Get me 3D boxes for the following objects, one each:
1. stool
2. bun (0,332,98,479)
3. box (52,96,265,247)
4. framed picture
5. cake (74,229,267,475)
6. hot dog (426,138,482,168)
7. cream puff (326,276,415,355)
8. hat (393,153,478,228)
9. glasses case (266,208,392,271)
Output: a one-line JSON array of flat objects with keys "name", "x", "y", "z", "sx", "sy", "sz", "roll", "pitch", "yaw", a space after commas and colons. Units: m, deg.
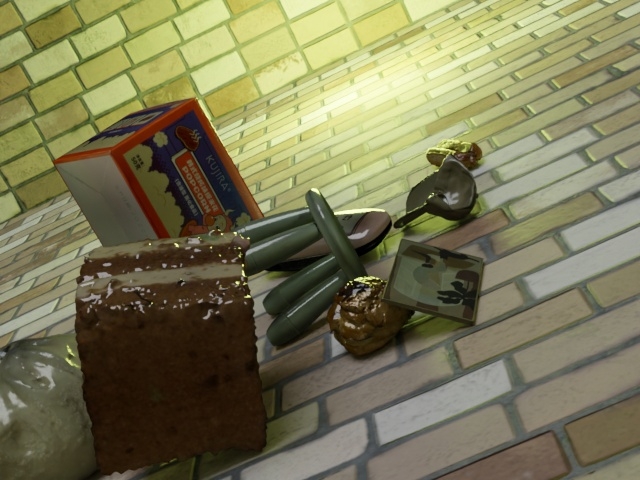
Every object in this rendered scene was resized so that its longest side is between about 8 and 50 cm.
[{"name": "stool", "x": -0.043, "y": 0.039, "z": 1.752, "sx": 0.199, "sy": 0.195, "sz": 0.195, "roll": -29, "pitch": 19, "yaw": 2}, {"name": "bun", "x": -0.476, "y": 0.278, "z": 1.681, "sx": 0.360, "sy": 0.210, "sz": 0.359, "roll": -25, "pitch": 20, "yaw": 10}, {"name": "box", "x": -0.357, "y": -0.103, "z": 2.316, "sx": 0.257, "sy": 0.348, "sz": 0.319, "roll": -39, "pitch": 20, "yaw": -31}, {"name": "framed picture", "x": 0.173, "y": 0.058, "z": 1.567, "sx": 0.136, "sy": 0.010, "sz": 0.201, "roll": 15, "pitch": 28, "yaw": 6}, {"name": "cake", "x": -0.209, "y": 0.152, "z": 1.504, "sx": 0.256, "sy": 0.281, "sz": 0.290, "roll": -5, "pitch": 19, "yaw": -1}, {"name": "hot dog", "x": 0.274, "y": -0.175, "z": 2.115, "sx": 0.071, "sy": 0.045, "sz": 0.165, "roll": -30, "pitch": 19, "yaw": -13}, {"name": "cream puff", "x": 0.073, "y": 0.107, "z": 1.563, "sx": 0.133, "sy": 0.104, "sz": 0.119, "roll": -19, "pitch": 13, "yaw": 20}, {"name": "hat", "x": 0.215, "y": -0.067, "z": 1.899, "sx": 0.175, "sy": 0.085, "sz": 0.147, "roll": -41, "pitch": 15, "yaw": 49}, {"name": "glasses case", "x": 0.000, "y": 0.000, "z": 1.977, "sx": 0.314, "sy": 0.075, "sz": 0.122, "roll": -10, "pitch": 28, "yaw": 41}]
